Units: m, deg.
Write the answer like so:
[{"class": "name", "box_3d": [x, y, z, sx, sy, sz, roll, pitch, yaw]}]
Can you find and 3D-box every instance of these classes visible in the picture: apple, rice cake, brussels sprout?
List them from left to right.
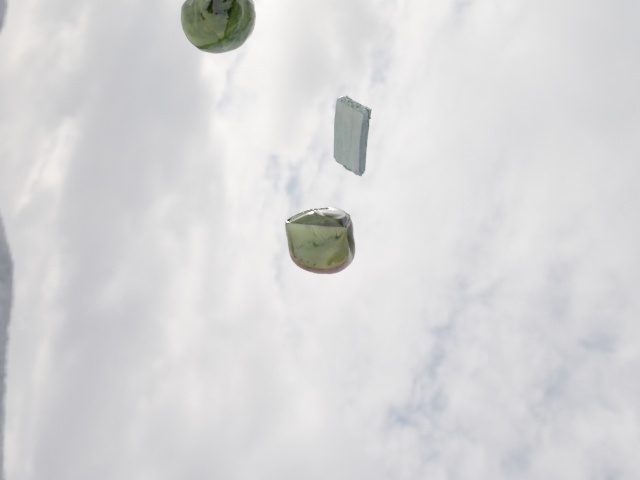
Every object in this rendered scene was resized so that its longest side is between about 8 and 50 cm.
[{"class": "brussels sprout", "box_3d": [-0.314, -0.721, 2.615, 0.219, 0.210, 0.272, -7, -106, 21]}, {"class": "apple", "box_3d": [0.000, 0.000, 2.366, 0.174, 0.188, 0.207, 65, 22, -59]}, {"class": "rice cake", "box_3d": [0.083, -0.274, 2.214, 0.124, 0.038, 0.211, 37, -39, 39]}]
